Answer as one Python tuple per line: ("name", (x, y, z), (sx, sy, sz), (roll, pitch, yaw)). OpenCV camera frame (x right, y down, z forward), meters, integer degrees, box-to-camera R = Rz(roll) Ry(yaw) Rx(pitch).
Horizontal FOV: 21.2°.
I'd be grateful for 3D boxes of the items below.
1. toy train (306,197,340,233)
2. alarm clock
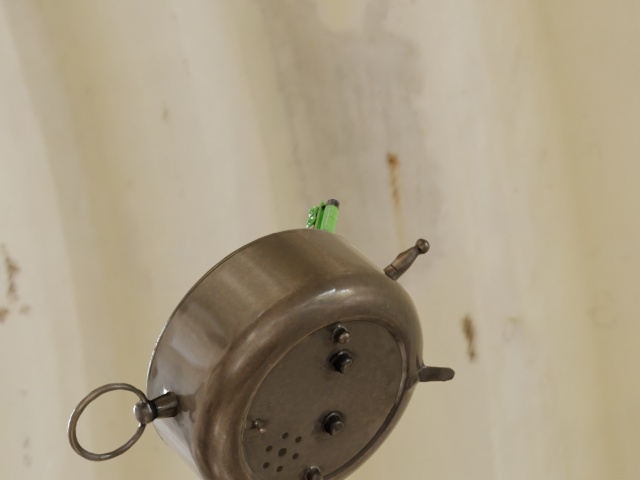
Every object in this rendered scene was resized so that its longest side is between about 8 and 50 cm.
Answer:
("toy train", (0.000, 0.000, 1.136), (0.017, 0.083, 0.023), (36, -55, -19))
("alarm clock", (-0.028, 0.067, 0.788), (0.192, 0.064, 0.129), (-12, -54, -31))
